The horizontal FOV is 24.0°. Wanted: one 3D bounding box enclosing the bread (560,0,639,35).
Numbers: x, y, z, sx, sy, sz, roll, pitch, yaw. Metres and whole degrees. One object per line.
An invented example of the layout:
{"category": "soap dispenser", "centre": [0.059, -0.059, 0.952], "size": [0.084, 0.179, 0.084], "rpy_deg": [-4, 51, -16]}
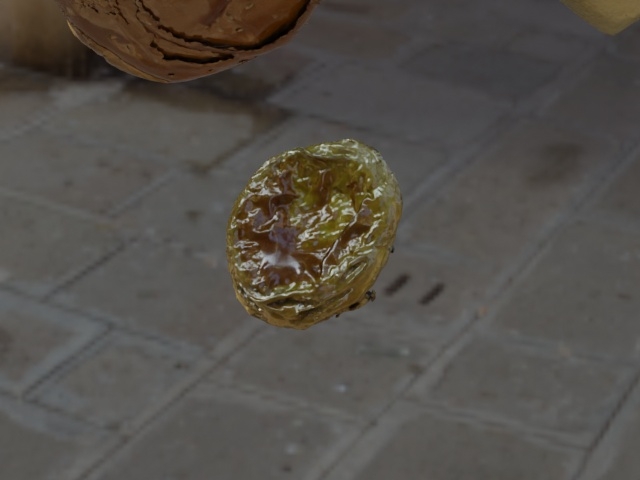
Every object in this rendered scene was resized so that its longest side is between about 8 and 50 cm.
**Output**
{"category": "bread", "centre": [0.281, -0.296, 1.486], "size": [0.141, 0.148, 0.134], "rpy_deg": [35, 21, -17]}

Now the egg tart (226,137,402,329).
{"category": "egg tart", "centre": [0.000, 0.000, 0.947], "size": [0.130, 0.130, 0.052], "rpy_deg": [24, -9, 36]}

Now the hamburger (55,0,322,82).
{"category": "hamburger", "centre": [-0.109, -0.260, 1.141], "size": [0.245, 0.260, 0.211], "rpy_deg": [26, 43, -33]}
